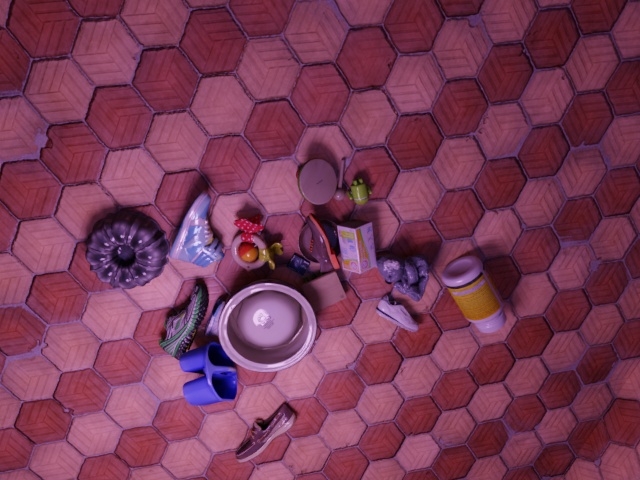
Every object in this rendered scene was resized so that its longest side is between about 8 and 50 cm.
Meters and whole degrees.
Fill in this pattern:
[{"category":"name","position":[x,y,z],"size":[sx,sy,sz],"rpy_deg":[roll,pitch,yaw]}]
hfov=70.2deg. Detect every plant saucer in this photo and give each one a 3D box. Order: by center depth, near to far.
[{"category":"plant saucer","position":[0.000,0.000,1.959],"size":[0.198,0.036,0.199],"rpy_deg":[-2,108,-8]}]

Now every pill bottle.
[{"category":"pill bottle","position":[0.701,0.248,2.051],"size":[0.187,0.188,0.334],"rpy_deg":[-33,108,3]}]

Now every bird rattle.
[{"category":"bird rattle","position":[-0.285,0.027,1.885],"size":[0.207,0.143,0.253],"rpy_deg":[-38,106,21]}]

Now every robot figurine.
[{"category":"robot figurine","position":[0.164,-0.202,1.904],"size":[0.101,0.067,0.115],"rpy_deg":[-18,109,-7]}]

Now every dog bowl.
[{"category":"dog bowl","position":[-0.222,0.342,1.931],"size":[0.407,0.150,0.409],"rpy_deg":[-2,107,-6]}]

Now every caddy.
[{"category":"caddy","position":[-0.448,0.561,1.922],"size":[0.179,0.341,0.242],"rpy_deg":[-15,69,4]}]

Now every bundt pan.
[{"category":"bundt pan","position":[-0.779,0.053,1.821],"size":[0.330,0.124,0.331],"rpy_deg":[-2,108,-7]}]

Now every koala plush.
[{"category":"koala plush","position":[0.341,0.125,1.975],"size":[0.221,0.196,0.204],"rpy_deg":[21,91,-13]}]

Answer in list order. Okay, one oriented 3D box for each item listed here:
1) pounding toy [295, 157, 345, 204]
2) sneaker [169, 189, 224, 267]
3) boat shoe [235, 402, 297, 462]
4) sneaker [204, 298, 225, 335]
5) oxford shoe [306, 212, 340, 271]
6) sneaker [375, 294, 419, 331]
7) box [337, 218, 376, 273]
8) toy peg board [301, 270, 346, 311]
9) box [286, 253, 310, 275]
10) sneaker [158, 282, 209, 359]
[{"category":"pounding toy","position":[-0.016,-0.240,1.864],"size":[0.236,0.110,0.183],"rpy_deg":[-8,98,-36]},{"category":"sneaker","position":[-0.458,-0.033,1.841],"size":[0.208,0.127,0.319],"rpy_deg":[25,111,-12]},{"category":"boat shoe","position":[-0.277,0.901,2.155],"size":[0.342,0.123,0.123],"rpy_deg":[-37,100,0]},{"category":"sneaker","position":[-0.439,0.338,1.989],"size":[0.082,0.071,0.191],"rpy_deg":[18,112,-19]},{"category":"oxford shoe","position":[-0.010,0.016,1.896],"size":[0.098,0.097,0.272],"rpy_deg":[-22,108,6]},{"category":"sneaker","position":[0.367,0.338,2.090],"size":[0.235,0.090,0.095],"rpy_deg":[29,91,-17]},{"category":"box","position":[0.155,0.025,1.930],"size":[0.103,0.114,0.203],"rpy_deg":[-22,113,-36]},{"category":"toy peg board","position":[0.010,0.207,2.012],"size":[0.161,0.079,0.161],"rpy_deg":[-24,124,0]},{"category":"box","position":[-0.095,0.106,1.986],"size":[0.083,0.018,0.067],"rpy_deg":[30,101,-15]},{"category":"sneaker","position":[-0.582,0.333,1.929],"size":[0.146,0.134,0.344],"rpy_deg":[26,95,0]}]
